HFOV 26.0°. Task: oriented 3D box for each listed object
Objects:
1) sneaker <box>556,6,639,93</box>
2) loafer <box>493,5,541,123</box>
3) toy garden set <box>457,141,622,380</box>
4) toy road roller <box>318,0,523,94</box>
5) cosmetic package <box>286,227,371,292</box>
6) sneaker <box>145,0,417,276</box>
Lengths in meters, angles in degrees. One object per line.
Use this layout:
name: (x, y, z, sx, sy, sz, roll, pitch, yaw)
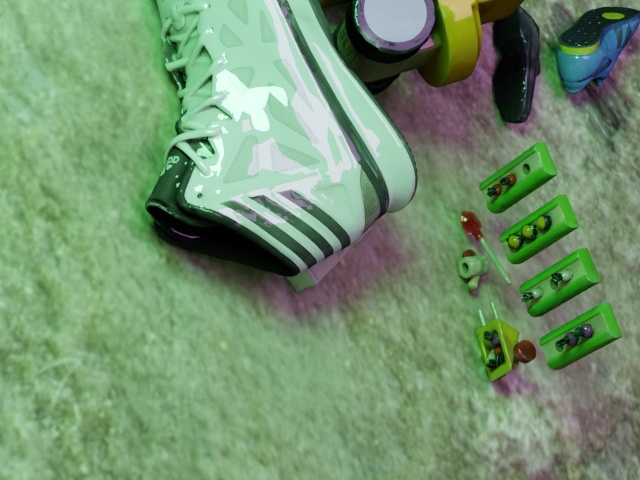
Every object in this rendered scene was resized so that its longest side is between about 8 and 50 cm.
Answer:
sneaker: (0.386, -0.267, 1.935, 0.209, 0.069, 0.082, -39, 132, -46)
loafer: (0.269, -0.228, 1.832, 0.061, 0.062, 0.170, 19, 66, -35)
toy garden set: (0.228, 0.039, 1.641, 0.049, 0.204, 0.244, -7, 70, -37)
toy road roller: (0.104, -0.338, 1.609, 0.241, 0.202, 0.329, -17, 84, -12)
cosmetic package: (0.000, 0.000, 1.574, 0.060, 0.041, 0.115, 52, 53, -12)
sneaker: (-0.113, -0.158, 1.465, 0.257, 0.169, 0.447, -38, 92, -30)
